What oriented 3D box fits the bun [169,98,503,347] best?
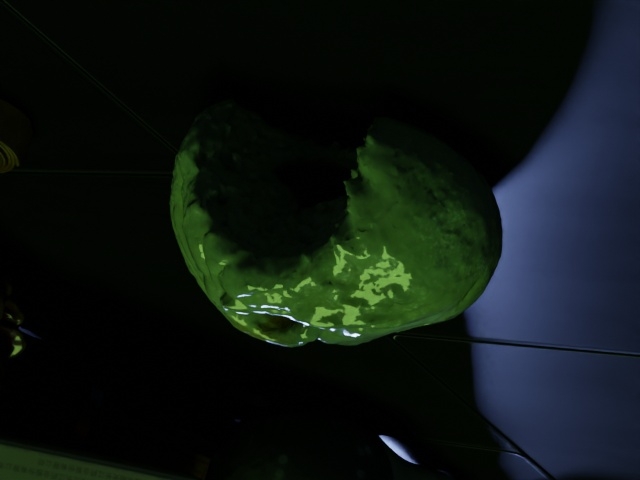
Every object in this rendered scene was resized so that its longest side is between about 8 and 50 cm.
[{"bbox_3d":[0.000,0.000,1.003,0.204,0.126,0.212,30,157,-28],"label":"bun"}]

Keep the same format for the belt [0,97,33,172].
[{"bbox_3d":[-0.236,-0.074,1.160,0.059,0.036,0.083,23,160,-11],"label":"belt"}]

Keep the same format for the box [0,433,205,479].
[{"bbox_3d":[-0.281,0.215,1.507,0.343,0.065,0.200,13,172,-7],"label":"box"}]

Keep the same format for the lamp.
[{"bbox_3d":[0.042,0.248,1.565,0.313,0.182,0.182,6,165,-22],"label":"lamp"}]

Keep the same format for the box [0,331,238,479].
[{"bbox_3d":[-0.199,0.290,1.703,0.415,0.264,0.116,23,-163,-9],"label":"box"}]

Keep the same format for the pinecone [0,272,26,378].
[{"bbox_3d":[-0.375,0.059,1.435,0.185,0.169,0.212,-21,149,41],"label":"pinecone"}]
